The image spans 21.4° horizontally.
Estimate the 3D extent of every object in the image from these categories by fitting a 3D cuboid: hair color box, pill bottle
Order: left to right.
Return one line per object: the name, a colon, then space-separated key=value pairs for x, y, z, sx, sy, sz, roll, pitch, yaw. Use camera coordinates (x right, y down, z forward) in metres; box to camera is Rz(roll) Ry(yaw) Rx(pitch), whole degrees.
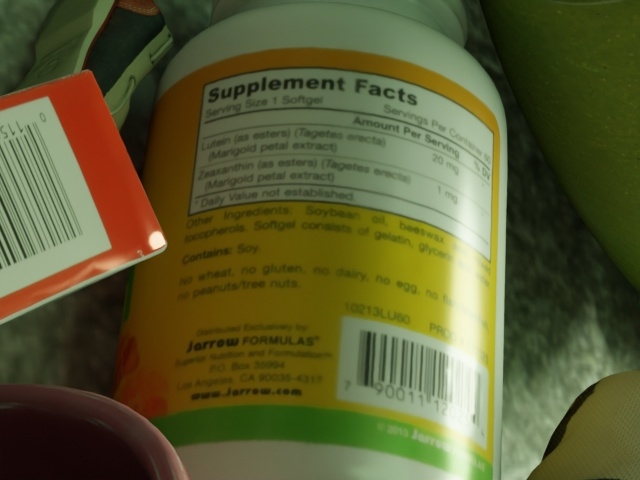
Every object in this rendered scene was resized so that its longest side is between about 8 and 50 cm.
hair color box: x=-0.132 y=0.016 z=0.434 sx=0.093 sy=0.167 sz=0.053 roll=-28 pitch=97 yaw=-51
pill bottle: x=0.000 y=0.000 z=0.624 sx=0.136 sy=0.136 sz=0.245 roll=30 pitch=53 yaw=-39

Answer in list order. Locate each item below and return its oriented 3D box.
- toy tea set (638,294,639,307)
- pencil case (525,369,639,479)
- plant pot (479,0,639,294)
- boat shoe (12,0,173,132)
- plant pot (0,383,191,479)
toy tea set: x=0.268 y=0.005 z=0.970 sx=0.200 sy=0.124 sz=0.336 roll=23 pitch=72 yaw=-3
pencil case: x=0.081 y=0.220 z=0.543 sx=0.160 sy=0.183 sz=0.410 roll=50 pitch=53 yaw=-18
plant pot: x=0.185 y=-0.106 z=0.742 sx=0.293 sy=0.275 sz=0.274 roll=27 pitch=54 yaw=-53
boat shoe: x=-0.089 y=-0.046 z=0.613 sx=0.043 sy=0.049 sz=0.137 roll=49 pitch=38 yaw=-28
plant pot: x=-0.093 y=0.164 z=0.416 sx=0.201 sy=0.201 sz=0.180 roll=-54 pitch=132 yaw=-47
